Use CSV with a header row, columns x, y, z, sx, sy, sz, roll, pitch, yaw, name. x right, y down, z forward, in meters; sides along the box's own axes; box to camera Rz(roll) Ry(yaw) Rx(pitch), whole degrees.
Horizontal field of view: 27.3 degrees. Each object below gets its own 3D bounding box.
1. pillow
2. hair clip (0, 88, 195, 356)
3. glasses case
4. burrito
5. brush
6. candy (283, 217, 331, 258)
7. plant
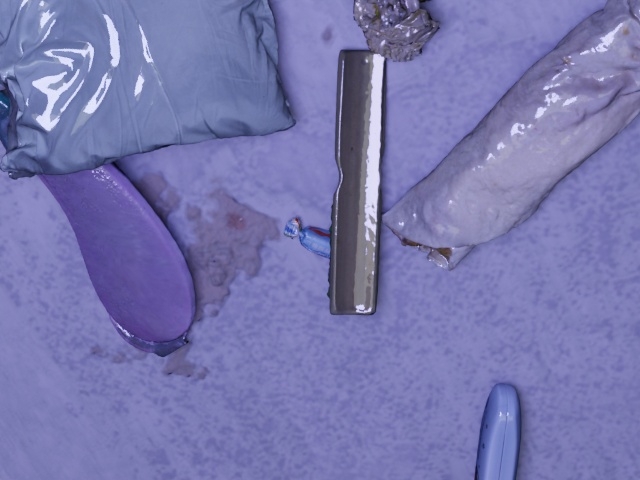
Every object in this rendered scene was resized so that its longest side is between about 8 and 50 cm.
x,y,z,sx,sy,sz,roll,pitch,yaw,name
-0.194,-0.218,1.294,0.310,0.138,0.283,-13,101,-18,pillow
-0.231,-0.023,1.420,0.110,0.095,0.359,-29,108,-4,hair clip
0.199,0.247,1.486,0.045,0.067,0.178,4,110,1,glasses case
0.230,-0.114,1.355,0.117,0.076,0.392,40,110,-16,burrito
0.037,-0.060,1.397,0.054,0.048,0.282,0,100,-14,brush
0.000,-0.001,1.439,0.083,0.020,0.030,23,118,-8,candy
0.092,-0.246,1.330,0.122,0.104,0.116,-24,146,-16,plant
